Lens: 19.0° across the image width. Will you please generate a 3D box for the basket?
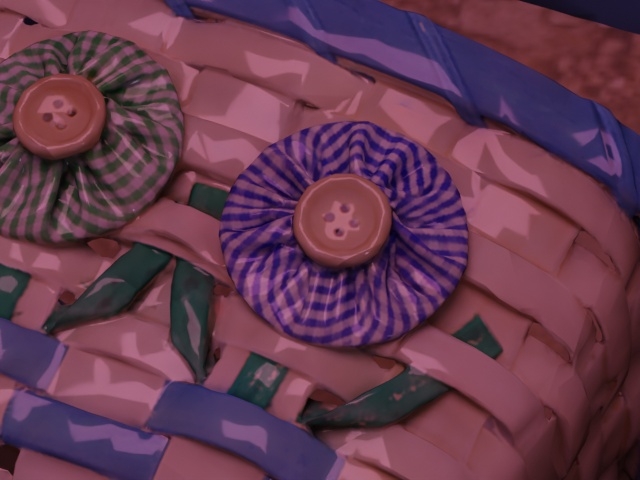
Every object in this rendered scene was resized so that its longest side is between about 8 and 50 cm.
[{"bbox_3d":[0.000,0.000,0.543,0.254,0.201,0.289,18,47,13],"label":"basket"}]
